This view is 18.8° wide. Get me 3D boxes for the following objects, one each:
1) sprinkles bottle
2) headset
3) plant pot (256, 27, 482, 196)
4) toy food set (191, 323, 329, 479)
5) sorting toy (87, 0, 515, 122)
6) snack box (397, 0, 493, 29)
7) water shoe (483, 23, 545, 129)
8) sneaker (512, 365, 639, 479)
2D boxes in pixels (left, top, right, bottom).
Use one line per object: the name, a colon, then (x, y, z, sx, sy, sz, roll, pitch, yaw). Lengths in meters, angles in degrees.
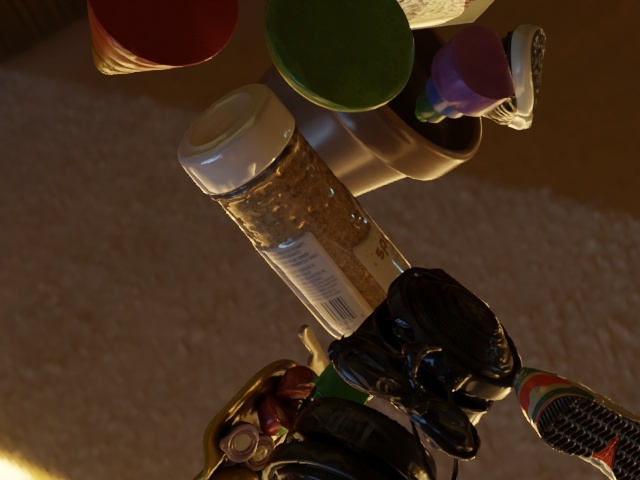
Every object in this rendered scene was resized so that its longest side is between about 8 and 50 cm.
sprinkles bottle: (0.000, 0.000, 2.037, 0.121, 0.355, 0.121, -31, -153, 18)
headset: (0.040, 0.122, 1.544, 0.243, 0.185, 0.394, -55, -168, -6)
plant pot: (0.023, -0.150, 2.278, 0.229, 0.263, 0.263, -35, -153, 30)
toy food set: (-0.040, 0.193, 1.940, 0.071, 0.128, 0.218, 29, -117, 30)
sorting toy: (-0.031, -0.142, 1.514, 0.126, 0.365, 0.127, -38, -132, 55)
snack box: (0.116, -0.267, 1.536, 0.187, 0.060, 0.322, -11, 160, -33)
water shoe: (0.166, -0.150, 1.824, 0.080, 0.203, 0.073, 10, -104, 6)
sneaker: (0.206, 0.137, 1.438, 0.057, 0.161, 0.075, -53, -144, 11)
